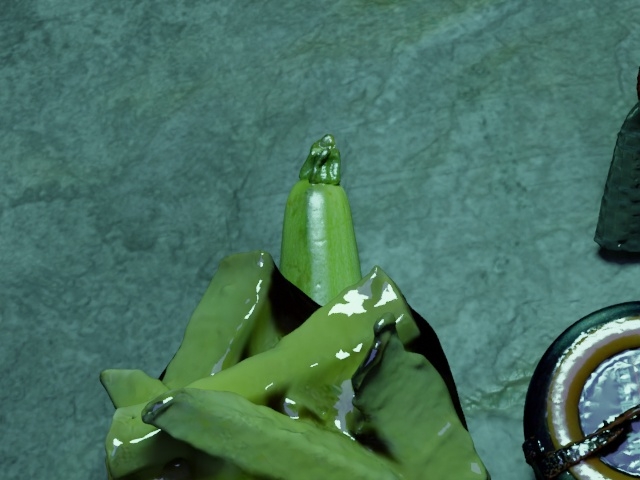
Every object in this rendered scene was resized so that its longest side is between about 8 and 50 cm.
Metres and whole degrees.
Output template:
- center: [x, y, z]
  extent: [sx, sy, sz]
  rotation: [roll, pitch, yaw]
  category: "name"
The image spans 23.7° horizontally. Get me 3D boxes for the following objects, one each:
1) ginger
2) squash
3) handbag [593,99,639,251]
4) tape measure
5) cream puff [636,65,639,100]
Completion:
- center: [-0.030, 0.186, 1.230]
  extent: [0.358, 0.211, 0.413]
  rotation: [3, 69, 11]
  category: "ginger"
- center: [0.001, 0.002, 1.437]
  extent: [0.090, 0.075, 0.200]
  rotation: [-4, 79, 31]
  category: "squash"
- center: [0.380, -0.056, 1.345]
  extent: [0.270, 0.175, 0.088]
  rotation: [5, 21, 16]
  category: "handbag"
- center: [0.276, 0.150, 1.252]
  extent: [0.223, 0.135, 0.202]
  rotation: [-12, 67, 8]
  category: "tape measure"
- center: [0.374, -0.142, 1.435]
  extent: [0.149, 0.084, 0.149]
  rotation: [-6, 62, 11]
  category: "cream puff"
